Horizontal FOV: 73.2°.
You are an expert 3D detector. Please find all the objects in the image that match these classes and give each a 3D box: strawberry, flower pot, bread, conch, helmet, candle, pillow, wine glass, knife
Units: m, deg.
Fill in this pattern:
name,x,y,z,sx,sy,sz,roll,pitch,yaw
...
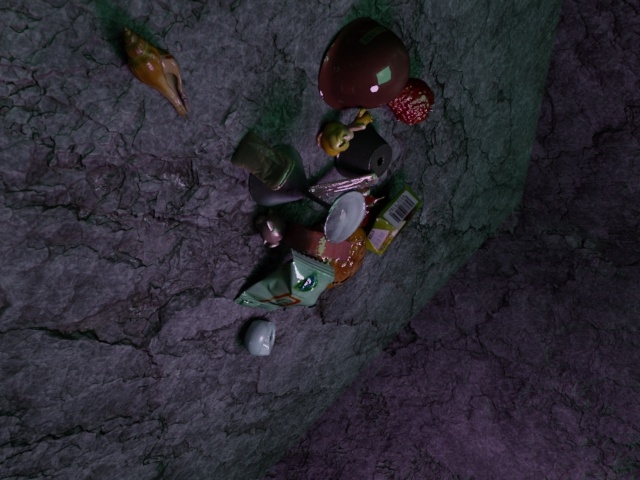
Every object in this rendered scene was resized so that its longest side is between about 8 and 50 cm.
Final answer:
name,x,y,z,sx,sy,sz,roll,pitch,yaw
strawberry,0.376,-0.638,1.927,0.244,0.205,0.205,12,110,-30
flower pot,0.210,-0.378,1.927,0.268,0.166,0.269,-29,139,-30
bread,0.057,0.061,2.074,0.336,0.204,0.359,-31,142,-34
conch,-0.446,-0.452,1.177,0.330,0.093,0.109,75,37,-71
helmet,0.207,-0.644,1.655,0.384,0.230,0.338,-37,142,-26
candle,0.000,0.000,1.767,0.287,0.317,0.132,18,92,-15
pillow,-0.199,-0.276,1.510,0.135,0.211,0.034,-57,175,2
conch,-0.283,0.462,2.065,0.185,0.121,0.221,-45,151,-21
wine glass,-0.044,-0.171,1.592,0.267,0.406,0.267,-28,134,-33
knife,0.074,-0.229,1.866,0.364,0.043,0.089,-14,140,-2

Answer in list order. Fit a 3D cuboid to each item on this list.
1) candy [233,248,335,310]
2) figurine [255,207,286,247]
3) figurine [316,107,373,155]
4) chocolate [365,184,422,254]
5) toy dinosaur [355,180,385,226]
name,x,y,z,sx,sy,sz,roll,pitch,yaw
candy,-0.161,0.209,1.898,0.397,0.172,0.262,-31,133,29
figurine,-0.200,-0.050,1.755,0.125,0.125,0.138,-34,129,-27
figurine,0.098,-0.438,1.743,0.246,0.156,0.131,-33,117,21
chocolate,0.374,-0.097,2.263,0.301,0.137,0.289,-43,167,-31
toy dinosaur,0.226,-0.182,2.181,0.206,0.113,0.327,-34,136,15
